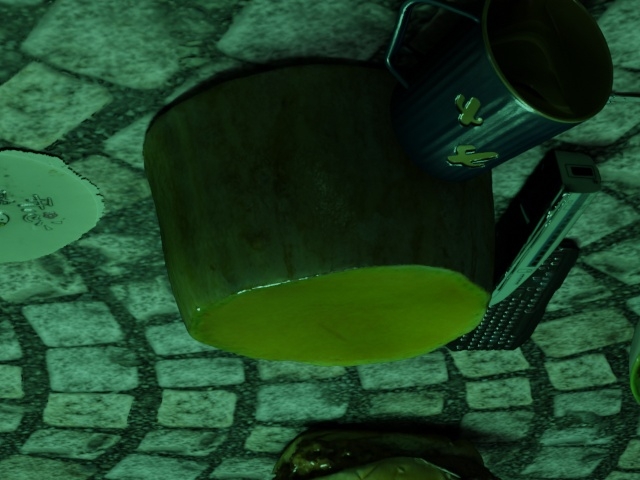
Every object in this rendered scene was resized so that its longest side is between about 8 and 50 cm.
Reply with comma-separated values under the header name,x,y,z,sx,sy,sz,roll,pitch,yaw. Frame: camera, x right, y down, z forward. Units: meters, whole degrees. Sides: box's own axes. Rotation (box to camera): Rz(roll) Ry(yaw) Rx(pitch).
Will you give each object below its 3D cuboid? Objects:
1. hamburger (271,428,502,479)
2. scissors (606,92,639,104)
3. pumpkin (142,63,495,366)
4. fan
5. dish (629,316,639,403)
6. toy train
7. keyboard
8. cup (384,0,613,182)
name,x,y,z,sx,sy,sz,roll,pitch,yaw
hamburger,0.071,0.326,2.178,0.282,0.155,0.245,-24,139,24
scissors,0.270,-0.129,1.497,0.083,0.006,0.036,0,150,-6
pumpkin,0.000,0.000,1.513,0.332,0.199,0.332,0,151,0
fan,-0.417,-0.021,1.605,0.415,0.012,0.233,-4,151,-2
dish,0.483,0.073,1.789,0.324,0.124,0.324,-6,146,-4
toy train,0.209,0.001,1.667,0.048,0.055,0.252,-2,149,-22
keyboard,0.210,0.067,1.844,0.106,0.016,0.262,1,151,-9
cup,0.127,-0.139,1.359,0.176,0.131,0.155,39,143,-11
